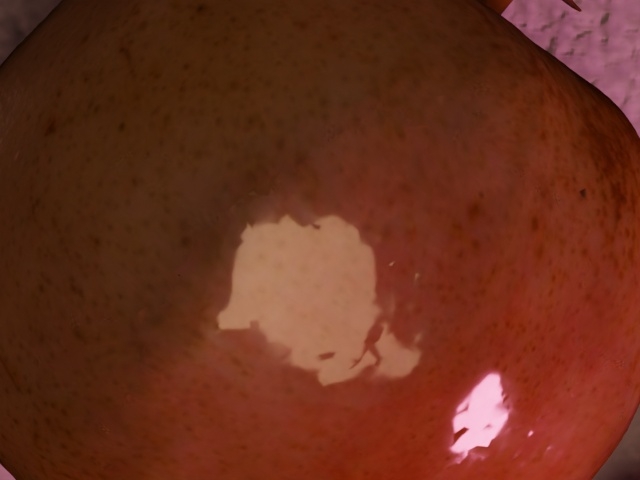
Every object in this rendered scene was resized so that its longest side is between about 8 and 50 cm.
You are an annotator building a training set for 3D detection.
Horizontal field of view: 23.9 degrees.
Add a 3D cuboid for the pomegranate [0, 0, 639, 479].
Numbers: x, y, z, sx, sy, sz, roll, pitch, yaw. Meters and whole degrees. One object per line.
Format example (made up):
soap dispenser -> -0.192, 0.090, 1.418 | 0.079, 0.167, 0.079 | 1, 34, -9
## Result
pomegranate -> 0.000, 0.000, 0.653 | 0.319, 0.319, 0.319 | -3, 112, -8
